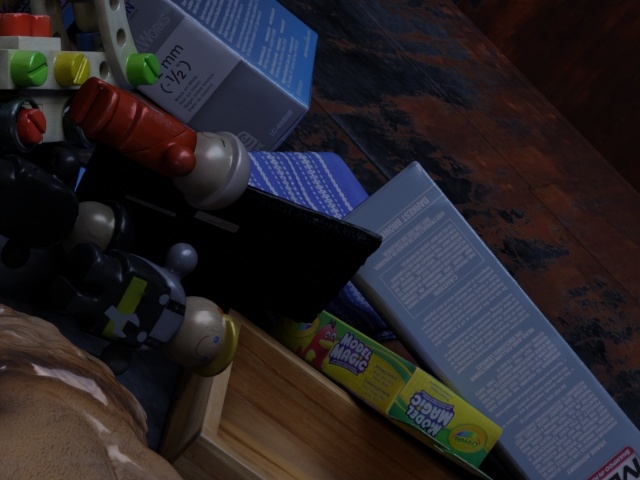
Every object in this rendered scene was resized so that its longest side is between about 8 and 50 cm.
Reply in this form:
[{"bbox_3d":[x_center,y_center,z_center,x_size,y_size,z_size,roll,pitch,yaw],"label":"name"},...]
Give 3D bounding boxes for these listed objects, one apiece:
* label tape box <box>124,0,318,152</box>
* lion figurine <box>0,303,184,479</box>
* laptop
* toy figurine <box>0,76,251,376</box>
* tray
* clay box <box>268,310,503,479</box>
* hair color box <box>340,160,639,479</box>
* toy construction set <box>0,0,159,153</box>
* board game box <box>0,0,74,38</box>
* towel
[{"bbox_3d":[-0.170,-0.258,1.804,0.348,0.115,0.249,35,22,-14],"label":"label tape box"},{"bbox_3d":[-0.165,0.149,0.860,0.240,0.142,0.392,46,4,-2],"label":"lion figurine"},{"bbox_3d":[-0.090,-0.034,1.372,0.234,0.264,0.136,20,58,-11],"label":"laptop"},{"bbox_3d":[-0.155,0.014,1.145,0.148,0.213,0.209,28,48,-40],"label":"toy figurine"},{"bbox_3d":[0.057,0.241,1.293,0.411,0.076,0.203,37,22,-13],"label":"tray"},{"bbox_3d":[0.063,0.128,1.409,0.127,0.053,0.222,37,-6,-38],"label":"clay box"},{"bbox_3d":[0.159,0.107,1.527,0.374,0.113,0.185,51,-2,0],"label":"hair color box"},{"bbox_3d":[-0.259,-0.185,1.389,0.151,0.215,0.328,5,7,38],"label":"toy construction set"},{"bbox_3d":[-0.317,-0.318,1.486,0.141,0.232,0.291,51,22,23],"label":"board game box"},{"bbox_3d":[0.000,0.000,1.666,0.243,0.040,0.336,56,24,14],"label":"towel"}]
